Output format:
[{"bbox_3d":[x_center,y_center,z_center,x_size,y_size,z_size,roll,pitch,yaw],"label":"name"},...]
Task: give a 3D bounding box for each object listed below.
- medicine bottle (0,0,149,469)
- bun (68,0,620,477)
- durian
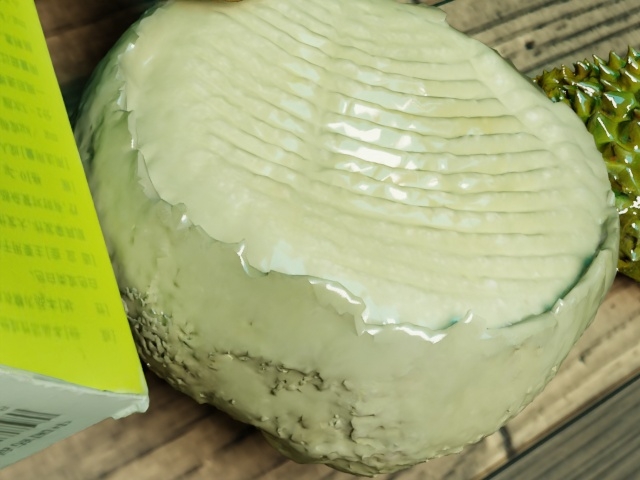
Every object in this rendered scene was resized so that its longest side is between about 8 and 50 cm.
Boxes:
[{"bbox_3d":[-0.182,-0.027,0.623,0.141,0.137,0.250,27,41,-65],"label":"medicine bottle"},{"bbox_3d":[0.000,0.000,0.739,0.259,0.152,0.259,14,43,-13],"label":"bun"},{"bbox_3d":[0.197,-0.028,0.915,0.186,0.119,0.108,41,47,-10],"label":"durian"}]
